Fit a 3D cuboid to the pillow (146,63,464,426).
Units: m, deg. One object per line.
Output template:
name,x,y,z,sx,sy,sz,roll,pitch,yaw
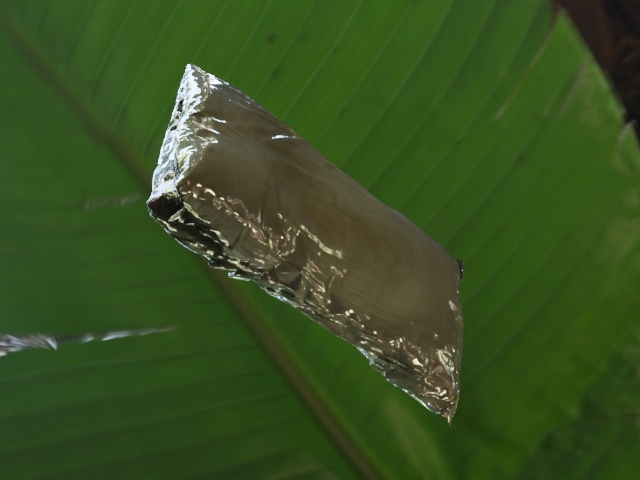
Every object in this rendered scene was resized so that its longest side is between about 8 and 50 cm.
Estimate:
pillow,0.000,0.000,0.972,0.230,0.148,0.050,39,-55,-24
